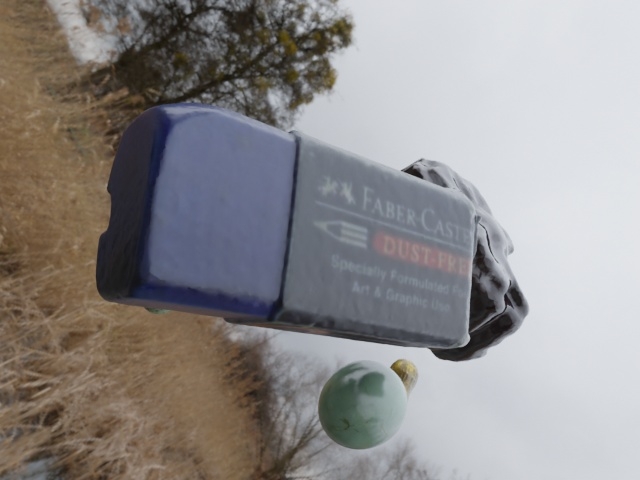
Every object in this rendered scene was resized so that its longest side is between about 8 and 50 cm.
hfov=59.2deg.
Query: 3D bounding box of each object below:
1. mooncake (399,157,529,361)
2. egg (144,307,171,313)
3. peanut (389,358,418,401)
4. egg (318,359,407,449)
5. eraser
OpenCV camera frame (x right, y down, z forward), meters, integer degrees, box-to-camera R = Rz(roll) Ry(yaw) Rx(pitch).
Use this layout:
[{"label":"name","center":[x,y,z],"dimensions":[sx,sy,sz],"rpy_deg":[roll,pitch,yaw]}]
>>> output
[{"label":"mooncake","center":[0.246,0.020,1.098],"dimensions":[0.351,0.212,0.381],"rpy_deg":[40,29,-27]},{"label":"egg","center":[-0.389,0.139,1.385],"dimensions":[0.085,0.110,0.085],"rpy_deg":[-7,-101,39]},{"label":"peanut","center":[0.198,0.401,1.484],"dimensions":[0.087,0.206,0.087],"rpy_deg":[19,-42,18]},{"label":"egg","center":[0.084,0.326,1.126],"dimensions":[0.168,0.168,0.231],"rpy_deg":[58,21,15]},{"label":"eraser","center":[0.000,0.000,0.471],"dimensions":[0.102,0.332,0.154],"rpy_deg":[-9,-109,51]}]
